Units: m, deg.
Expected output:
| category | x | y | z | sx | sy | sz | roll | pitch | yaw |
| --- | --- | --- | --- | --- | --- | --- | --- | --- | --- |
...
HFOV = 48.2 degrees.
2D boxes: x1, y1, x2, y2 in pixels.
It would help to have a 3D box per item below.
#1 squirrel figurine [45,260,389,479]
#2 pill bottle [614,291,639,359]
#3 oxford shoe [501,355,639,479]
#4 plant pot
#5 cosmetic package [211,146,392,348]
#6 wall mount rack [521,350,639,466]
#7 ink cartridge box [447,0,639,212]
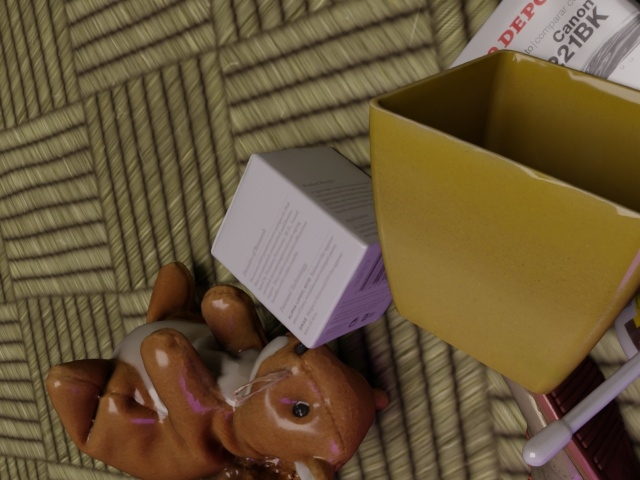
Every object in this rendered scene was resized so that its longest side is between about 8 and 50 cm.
| category | x | y | z | sx | sy | sz | roll | pitch | yaw |
| --- | --- | --- | --- | --- | --- | --- | --- | --- | --- |
| squirrel figurine | -0.096 | 0.250 | 0.946 | 0.370 | 0.281 | 0.397 | 2 | 114 | 27 |
| pill bottle | 0.369 | 0.045 | 0.605 | 0.117 | 0.117 | 0.215 | 52 | 124 | 18 |
| oxford shoe | 0.246 | 0.225 | 0.732 | 0.130 | 0.123 | 0.348 | -38 | 74 | 41 |
| plant pot | 0.167 | -0.012 | 0.561 | 0.212 | 0.212 | 0.187 | 29 | 128 | 30 |
| cosmetic package | 0.000 | 0.000 | 0.856 | 0.183 | 0.151 | 0.151 | 41 | 120 | 25 |
| wall mount rack | 0.317 | 0.157 | 0.541 | 0.304 | 0.130 | 0.350 | -12 | 125 | 16 |
| ink cartridge box | 0.258 | -0.110 | 0.663 | 0.273 | 0.114 | 0.197 | 51 | 125 | 19 |
